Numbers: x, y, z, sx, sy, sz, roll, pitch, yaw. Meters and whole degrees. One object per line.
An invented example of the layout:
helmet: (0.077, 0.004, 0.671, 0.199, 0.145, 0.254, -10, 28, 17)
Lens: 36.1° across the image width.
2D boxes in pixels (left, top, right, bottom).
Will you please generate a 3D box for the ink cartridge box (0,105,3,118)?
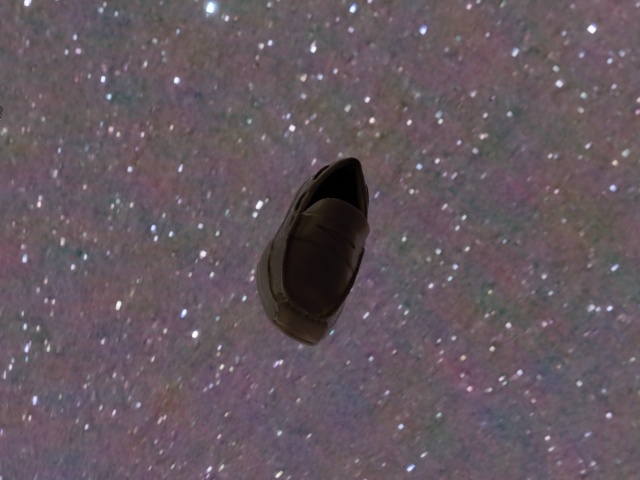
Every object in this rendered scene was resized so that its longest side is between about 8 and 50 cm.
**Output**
ink cartridge box: (-0.316, -0.007, 0.720, 0.092, 0.160, 0.219, 15, -86, -9)

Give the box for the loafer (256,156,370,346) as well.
loafer: (0.000, 0.000, 1.158, 0.112, 0.111, 0.319, 29, -149, -13)
